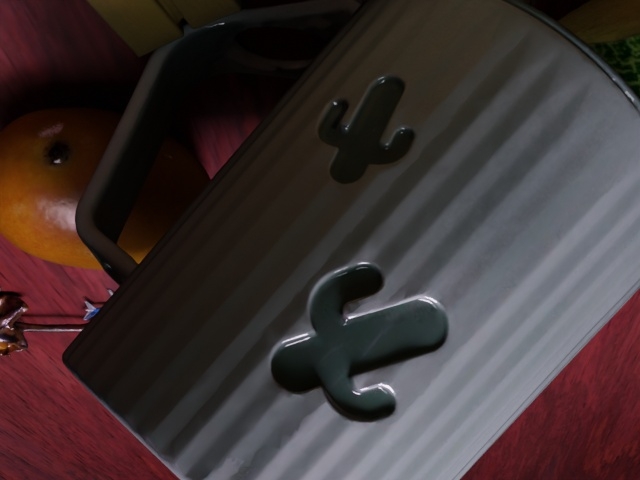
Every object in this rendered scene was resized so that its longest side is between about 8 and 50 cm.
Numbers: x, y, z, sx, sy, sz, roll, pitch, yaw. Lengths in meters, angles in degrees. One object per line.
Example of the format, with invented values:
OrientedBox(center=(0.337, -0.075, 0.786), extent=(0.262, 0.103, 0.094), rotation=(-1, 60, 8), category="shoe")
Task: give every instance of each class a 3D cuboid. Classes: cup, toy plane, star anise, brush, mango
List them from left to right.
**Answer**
OrientedBox(center=(-0.428, 0.123, 1.081), extent=(0.177, 0.073, 0.234), rotation=(-37, 137, 16), category="star anise")
OrientedBox(center=(-0.155, -0.233, 0.591), extent=(0.103, 0.047, 0.233), rotation=(-19, 146, 17), category="brush")
OrientedBox(center=(-0.271, 0.093, 1.114), extent=(0.084, 0.024, 0.078), rotation=(-3, 133, -24), category="toy plane")
OrientedBox(center=(-0.195, -0.042, 0.810), extent=(0.175, 0.139, 0.254), rotation=(-13, 161, 38), category="mango")
OrientedBox(center=(0.011, 0.017, 0.668), extent=(0.392, 0.401, 0.310), rotation=(-46, 134, -16), category="cup")

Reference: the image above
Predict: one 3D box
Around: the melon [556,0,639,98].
OrientedBox(center=(0.371, -0.157, 0.708), extent=(0.343, 0.226, 0.331), rotation=(-27, 163, 5), category="melon")

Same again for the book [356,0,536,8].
OrientedBox(center=(0.112, -0.190, 0.742), extent=(0.157, 0.026, 0.231), rotation=(-12, 149, 7), category="book")
